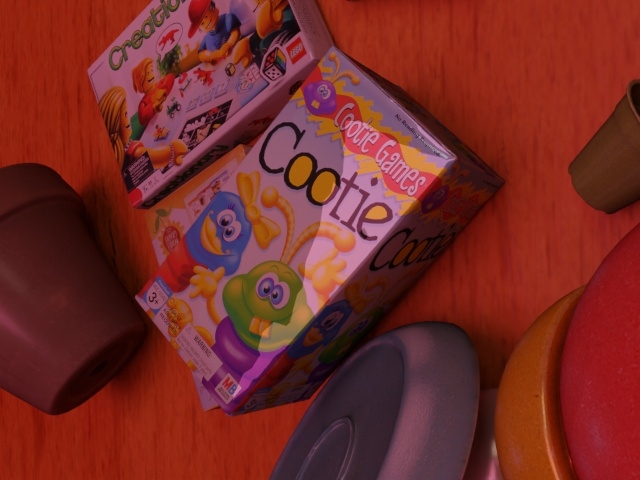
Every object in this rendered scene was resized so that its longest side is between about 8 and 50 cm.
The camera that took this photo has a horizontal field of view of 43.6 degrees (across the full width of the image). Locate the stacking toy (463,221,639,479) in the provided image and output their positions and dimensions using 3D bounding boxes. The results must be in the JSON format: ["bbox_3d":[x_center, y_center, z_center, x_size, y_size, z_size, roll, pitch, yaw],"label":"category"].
[{"bbox_3d":[0.222,0.114,0.491,0.480,0.351,0.350,-32,71,50],"label":"stacking toy"}]

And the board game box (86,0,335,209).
[{"bbox_3d":[-0.130,-0.189,0.878,0.305,0.053,0.193,-33,71,34],"label":"board game box"}]

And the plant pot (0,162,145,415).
[{"bbox_3d":[-0.339,0.077,0.945,0.229,0.263,0.263,43,117,11],"label":"plant pot"}]

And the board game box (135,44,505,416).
[{"bbox_3d":[0.000,0.000,0.689,0.142,0.144,0.275,46,107,22],"label":"board game box"}]

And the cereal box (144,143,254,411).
[{"bbox_3d":[-0.091,0.043,0.855,0.173,0.047,0.240,-29,74,33],"label":"cereal box"}]

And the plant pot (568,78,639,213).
[{"bbox_3d":[0.229,-0.062,0.592,0.079,0.083,0.083,-47,63,43],"label":"plant pot"}]

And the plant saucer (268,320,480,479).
[{"bbox_3d":[0.013,0.195,0.637,0.044,0.317,0.317,31,115,-9],"label":"plant saucer"}]
